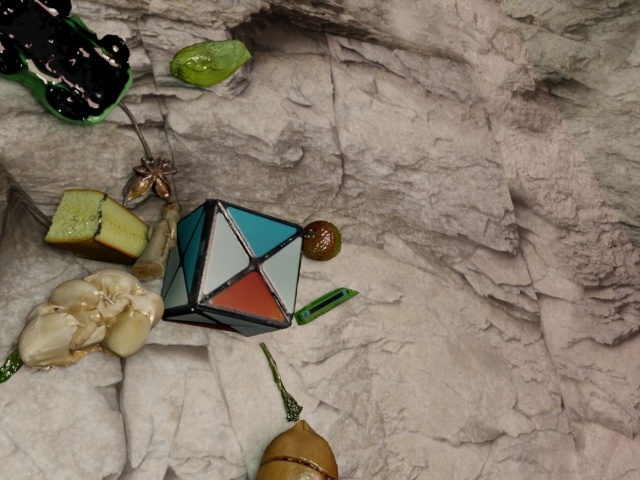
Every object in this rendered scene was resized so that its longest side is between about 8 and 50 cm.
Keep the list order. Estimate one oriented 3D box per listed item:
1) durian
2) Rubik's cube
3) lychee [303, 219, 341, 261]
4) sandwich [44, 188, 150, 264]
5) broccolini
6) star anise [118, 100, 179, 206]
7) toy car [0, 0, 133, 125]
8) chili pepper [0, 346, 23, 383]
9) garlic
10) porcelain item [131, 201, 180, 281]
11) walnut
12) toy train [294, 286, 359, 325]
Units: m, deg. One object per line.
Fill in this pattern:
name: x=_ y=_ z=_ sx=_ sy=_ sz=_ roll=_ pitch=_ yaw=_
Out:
durian: x=-0.286 y=-0.453 z=1.477 sx=0.250 sy=0.139 sz=0.101 roll=-25 pitch=88 yaw=-37
Rubik's cube: x=-0.206 y=0.075 z=1.346 sx=0.250 sy=0.248 sz=0.247 roll=17 pitch=69 yaw=-30
lychee: x=0.000 y=0.000 z=1.590 sx=0.146 sy=0.114 sz=0.114 roll=25 pitch=64 yaw=-52
sandwich: x=-0.461 y=-0.015 z=1.269 sx=0.236 sy=0.128 sz=0.122 roll=57 pitch=39 yaw=-67
broccolini: x=-0.107 y=0.360 z=1.485 sx=0.218 sy=0.042 sz=0.044 roll=62 pitch=27 yaw=-2
star anise: x=-0.442 y=-0.209 z=1.387 sx=0.148 sy=0.219 sz=0.227 roll=-29 pitch=53 yaw=-7
toy car: x=-0.588 y=-0.403 z=1.240 sx=0.358 sy=0.176 sz=0.214 roll=39 pitch=61 yaw=-26
chili pepper: x=-0.614 y=0.249 z=1.157 sx=0.030 sy=0.034 sz=0.091 roll=31 pitch=59 yaw=12
garlic: x=-0.455 y=0.144 z=1.189 sx=0.281 sy=0.203 sz=0.185 roll=1 pitch=60 yaw=-31
porcelain item: x=-0.352 y=-0.005 z=1.300 sx=0.213 sy=0.084 sz=0.054 roll=-84 pitch=153 yaw=-50
walnut: x=-0.059 y=0.572 z=1.372 sx=0.203 sy=0.203 sz=0.298 roll=17 pitch=59 yaw=-31
toy train: x=0.020 y=0.168 z=1.607 sx=0.209 sy=0.044 sz=0.042 roll=-26 pitch=93 yaw=-37
